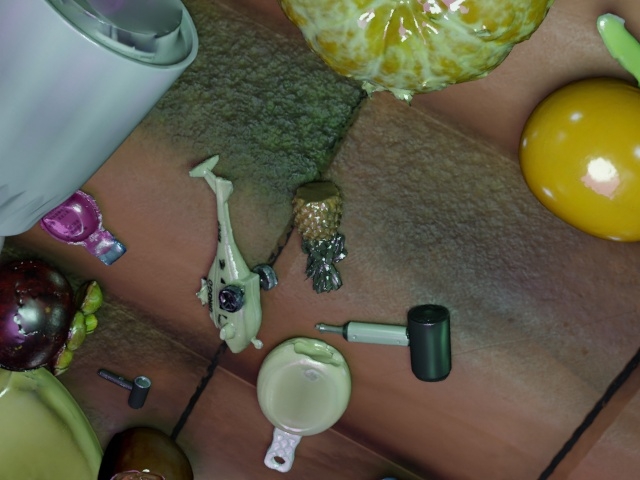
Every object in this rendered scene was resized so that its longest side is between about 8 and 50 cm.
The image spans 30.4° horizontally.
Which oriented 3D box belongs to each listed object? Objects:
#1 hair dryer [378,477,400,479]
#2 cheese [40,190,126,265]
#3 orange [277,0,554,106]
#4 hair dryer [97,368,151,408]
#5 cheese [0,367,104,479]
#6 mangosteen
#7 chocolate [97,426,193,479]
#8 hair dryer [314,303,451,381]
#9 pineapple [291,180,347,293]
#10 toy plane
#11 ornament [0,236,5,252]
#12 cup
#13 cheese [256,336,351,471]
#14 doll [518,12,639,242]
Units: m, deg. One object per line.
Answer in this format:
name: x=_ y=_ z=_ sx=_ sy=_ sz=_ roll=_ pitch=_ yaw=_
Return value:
hair dryer: x=0.110 y=0.503 z=1.805 sx=0.296 sy=0.119 sz=0.298 roll=44 pitch=132 yaw=-14
cheese: x=-0.338 y=-0.021 z=1.663 sx=0.095 sy=0.038 sz=0.145 roll=-37 pitch=109 yaw=26
orange: x=0.102 y=-0.320 z=1.305 sx=0.329 sy=0.249 sz=0.329 roll=3 pitch=123 yaw=5
hair dryer: x=-0.300 y=0.218 z=1.779 sx=0.083 sy=0.026 sz=0.047 roll=25 pitch=117 yaw=3
cheese: x=-0.450 y=0.352 z=1.776 sx=0.259 sy=0.128 sz=0.316 roll=-40 pitch=118 yaw=-11
mangosteen: x=-0.406 y=0.112 z=1.685 sx=0.180 sy=0.166 sz=0.166 roll=14 pitch=121 yaw=-22
chocolate: x=-0.258 y=0.352 z=1.782 sx=0.133 sy=0.124 sz=0.127 roll=26 pitch=89 yaw=-26
hair dryer: x=0.086 y=0.136 z=1.648 sx=0.198 sy=0.057 sz=0.100 roll=6 pitch=117 yaw=19
pineapple: x=0.000 y=0.000 z=1.587 sx=0.074 sy=0.074 sz=0.159 roll=2 pitch=124 yaw=11
toy plane: x=-0.128 y=0.028 z=1.622 sx=0.108 sy=0.092 sz=0.286 roll=17 pitch=123 yaw=32
ornament: x=-0.532 y=-0.004 z=1.638 sx=0.177 sy=0.177 sz=0.177 roll=5 pitch=116 yaw=10
cup: x=-0.347 y=-0.196 z=1.461 sx=0.253 sy=0.253 sz=0.371 roll=41 pitch=119 yaw=-9
cheese: x=-0.036 y=0.246 z=1.714 sx=0.137 sy=0.064 sz=0.227 roll=20 pitch=119 yaw=4
doll: x=0.353 y=-0.119 z=1.384 sx=0.213 sy=0.213 sz=0.236 roll=29 pitch=104 yaw=-3
